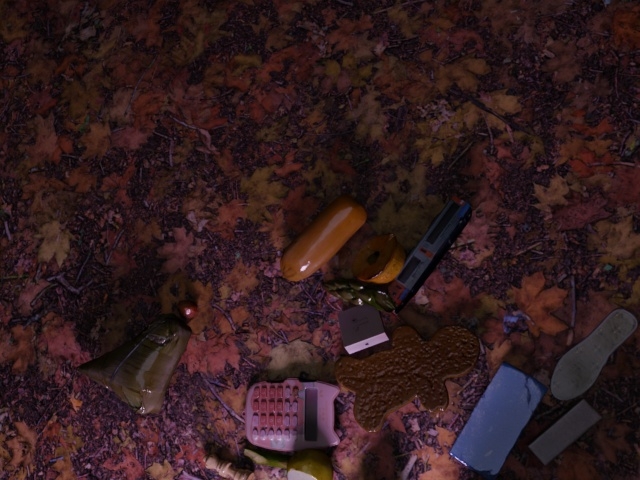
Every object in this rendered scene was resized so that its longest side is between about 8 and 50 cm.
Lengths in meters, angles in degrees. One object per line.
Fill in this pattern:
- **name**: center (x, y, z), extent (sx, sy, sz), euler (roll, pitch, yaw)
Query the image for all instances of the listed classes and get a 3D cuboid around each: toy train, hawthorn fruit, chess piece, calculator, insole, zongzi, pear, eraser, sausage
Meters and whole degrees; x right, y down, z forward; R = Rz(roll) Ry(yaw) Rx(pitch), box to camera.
- **toy train**: center (0.321, 0.047, 1.771), extent (0.089, 0.086, 0.409), euler (36, 87, 22)
- **hawthorn fruit**: center (-0.435, 0.227, 1.952), extent (0.103, 0.066, 0.066), euler (-19, 70, -3)
- **chess piece**: center (-0.291, 0.711, 1.780), extent (0.172, 0.060, 0.060), euler (18, 81, 22)
- **calculator**: center (-0.093, 0.537, 1.778), extent (0.330, 0.048, 0.219), euler (-4, 75, 17)
- **insole**: center (0.766, 0.321, 1.614), extent (0.322, 0.007, 0.109), euler (-46, 69, 1)
- **zongzi**: center (-0.632, 0.367, 1.925), extent (0.361, 0.160, 0.322), euler (17, 75, 26)
- **pear**: center (-0.025, 0.670, 1.685), extent (0.141, 0.141, 0.104), euler (17, 40, 19)
- **eraser**: center (0.501, 0.508, 1.616), extent (0.144, 0.042, 0.311), euler (31, 85, 21)
- **sausage**: center (-0.001, 0.000, 1.865), extent (0.134, 0.116, 0.354), euler (45, 94, 11)

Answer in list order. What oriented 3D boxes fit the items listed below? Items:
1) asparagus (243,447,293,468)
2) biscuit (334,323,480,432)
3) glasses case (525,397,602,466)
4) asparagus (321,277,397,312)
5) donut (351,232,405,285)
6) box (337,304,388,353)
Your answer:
- **asparagus**: center (-0.160, 0.670, 1.760), extent (0.179, 0.041, 0.045), euler (4, 68, 18)
- **biscuit**: center (0.273, 0.392, 1.701), extent (0.432, 0.064, 0.282), euler (-28, 60, 5)
- **glasses case**: center (0.663, 0.521, 1.566), extent (0.205, 0.047, 0.070), euler (-42, 73, 1)
- **asparagus**: center (0.109, 0.160, 1.774), extent (0.287, 0.080, 0.080), euler (9, 76, 44)
- **donut**: center (0.185, 0.066, 1.772), extent (0.190, 0.075, 0.174), euler (-22, 41, 48)
- **box**: center (0.129, 0.265, 1.760), extent (0.129, 0.051, 0.130), euler (-22, 45, 9)
